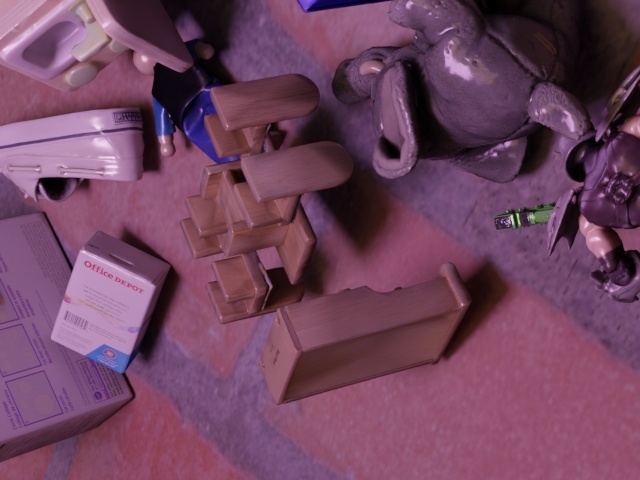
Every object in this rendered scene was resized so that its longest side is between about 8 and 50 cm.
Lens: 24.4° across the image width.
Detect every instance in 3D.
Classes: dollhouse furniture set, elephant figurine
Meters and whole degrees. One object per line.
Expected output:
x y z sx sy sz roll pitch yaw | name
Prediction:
0.000 0.000 1.297 0.212 0.161 0.242 110 141 -55 | dollhouse furniture set
0.102 -0.114 1.197 0.169 0.186 0.239 30 136 -5 | elephant figurine

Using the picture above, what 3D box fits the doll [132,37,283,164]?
-0.122 -0.131 1.439 0.189 0.046 0.129 45 125 23 | doll

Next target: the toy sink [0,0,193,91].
-0.249 -0.232 1.391 0.131 0.153 0.234 -36 70 15 | toy sink

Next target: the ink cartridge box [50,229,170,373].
-0.219 0.064 1.546 0.089 0.052 0.122 26 121 4 | ink cartridge box

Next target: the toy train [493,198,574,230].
0.179 -0.020 1.217 0.083 0.024 0.017 -9 94 42 | toy train

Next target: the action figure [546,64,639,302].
0.280 -0.011 1.089 0.285 0.099 0.185 39 130 32 | action figure

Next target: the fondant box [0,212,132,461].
-0.389 0.118 1.541 0.096 0.330 0.238 -38 74 40 | fondant box

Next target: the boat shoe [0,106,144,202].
-0.288 -0.083 1.569 0.268 0.096 0.088 -6 91 34 | boat shoe

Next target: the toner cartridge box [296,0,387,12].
0.119 -0.310 1.100 0.348 0.165 0.075 -41 77 37 | toner cartridge box
